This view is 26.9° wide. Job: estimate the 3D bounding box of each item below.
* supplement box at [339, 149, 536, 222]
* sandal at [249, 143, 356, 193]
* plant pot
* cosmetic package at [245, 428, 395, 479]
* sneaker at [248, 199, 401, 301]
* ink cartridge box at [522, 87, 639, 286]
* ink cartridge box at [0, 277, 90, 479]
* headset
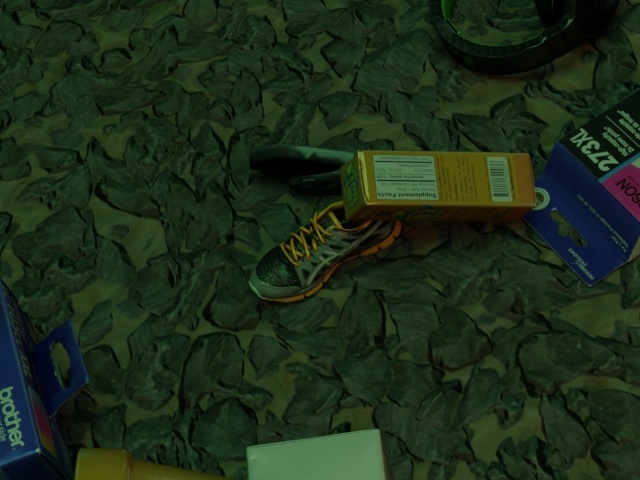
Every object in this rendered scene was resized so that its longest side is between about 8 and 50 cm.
[{"bbox_3d":[0.146,-0.067,1.667,0.234,0.078,0.080,2,73,-18],"label":"supplement box"},{"bbox_3d":[0.022,-0.088,1.764,0.255,0.097,0.054,6,86,16],"label":"sandal"},{"bbox_3d":[-0.173,0.331,1.475,0.188,0.205,0.205,1,56,-6],"label":"plant pot"},{"bbox_3d":[0.020,0.404,1.377,0.155,0.197,0.365,-9,57,6],"label":"cosmetic package"},{"bbox_3d":[0.000,0.000,1.711,0.215,0.083,0.084,-32,58,-9],"label":"sneaker"},{"bbox_3d":[0.434,-0.108,1.709,0.371,0.069,0.175,-34,57,-8],"label":"ink cartridge box"},{"bbox_3d":[-0.465,0.224,1.622,0.396,0.151,0.270,-21,56,-5],"label":"ink cartridge box"},{"bbox_3d":[0.346,-0.374,1.880,0.394,0.185,0.243,-35,52,6],"label":"headset"}]
